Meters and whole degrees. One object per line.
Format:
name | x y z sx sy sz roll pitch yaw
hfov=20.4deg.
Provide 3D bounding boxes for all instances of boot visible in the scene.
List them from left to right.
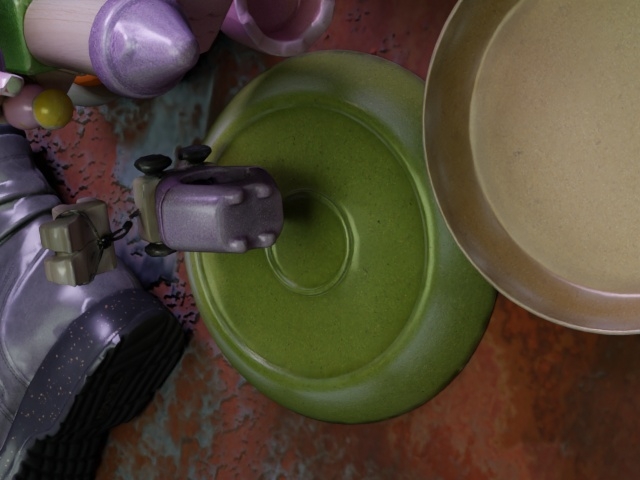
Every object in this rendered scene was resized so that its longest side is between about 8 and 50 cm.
boot | -0.255 0.101 1.270 0.223 0.118 0.338 46 106 25

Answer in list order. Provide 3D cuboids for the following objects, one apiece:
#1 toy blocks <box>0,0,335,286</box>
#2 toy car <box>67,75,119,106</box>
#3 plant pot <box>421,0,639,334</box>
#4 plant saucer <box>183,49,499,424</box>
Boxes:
toy blocks | -0.116 -0.097 0.934 0.260 0.288 0.309 16 117 52
toy car | -0.157 -0.179 1.147 0.159 0.136 0.182 -33 76 32
plant pot | 0.168 -0.066 1.001 0.236 0.032 0.236 3 95 30
plant saucer | 0.000 0.000 1.121 0.241 0.037 0.241 3 96 33
